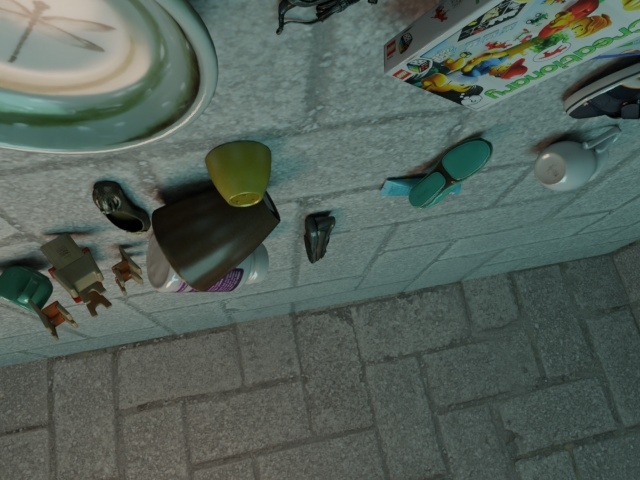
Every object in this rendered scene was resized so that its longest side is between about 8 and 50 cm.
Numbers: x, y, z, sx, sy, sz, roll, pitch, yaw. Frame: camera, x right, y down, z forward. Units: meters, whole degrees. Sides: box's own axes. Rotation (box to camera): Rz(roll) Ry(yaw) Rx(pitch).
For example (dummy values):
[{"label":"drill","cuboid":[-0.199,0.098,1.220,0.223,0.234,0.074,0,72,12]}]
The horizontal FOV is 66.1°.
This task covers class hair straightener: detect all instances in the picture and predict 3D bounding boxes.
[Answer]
[{"label":"hair straightener","cuboid":[0.045,-0.311,0.617,0.230,0.047,0.089,-20,161,25]}]

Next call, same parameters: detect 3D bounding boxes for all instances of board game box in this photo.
[{"label":"board game box","cuboid":[0.248,-0.260,0.596,0.193,0.053,0.305,9,166,-32]}]

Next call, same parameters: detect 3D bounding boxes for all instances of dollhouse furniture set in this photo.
[{"label":"dollhouse furniture set","cuboid":[-0.613,0.099,1.259,0.262,0.135,0.259,-37,169,-27]}]

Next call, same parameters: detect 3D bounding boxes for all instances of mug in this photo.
[{"label":"mug","cuboid":[-0.771,0.127,1.298,0.158,0.097,0.129,15,156,22]}]

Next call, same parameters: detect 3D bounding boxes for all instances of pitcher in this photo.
[{"label":"pitcher","cuboid":[0.653,-0.211,1.243,0.207,0.125,0.177,-13,145,-34]}]

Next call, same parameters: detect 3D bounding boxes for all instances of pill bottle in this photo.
[{"label":"pill bottle","cuboid":[-0.297,0.056,1.332,0.302,0.169,0.169,5,156,-42]}]

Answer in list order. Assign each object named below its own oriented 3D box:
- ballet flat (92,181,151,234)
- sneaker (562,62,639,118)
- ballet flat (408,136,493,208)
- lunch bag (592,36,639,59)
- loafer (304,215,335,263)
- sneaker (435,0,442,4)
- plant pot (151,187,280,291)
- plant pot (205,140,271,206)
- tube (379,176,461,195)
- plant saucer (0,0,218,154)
[{"label":"ballet flat","cuboid":[-0.436,-0.053,1.084,0.084,0.058,0.250,-9,162,-8]},{"label":"sneaker","cuboid":[0.643,-0.280,0.934,0.321,0.127,0.126,-19,175,39]},{"label":"ballet flat","cuboid":[0.317,-0.166,1.192,0.247,0.083,0.087,-41,169,37]},{"label":"lunch bag","cuboid":[0.436,-0.337,0.652,0.304,0.114,0.243,-4,168,0]},{"label":"loafer","cuboid":[0.000,0.000,1.488,0.084,0.096,0.267,-16,161,-8]},{"label":"sneaker","cuboid":[0.188,-0.329,0.607,0.072,0.077,0.178,-16,161,8]},{"label":"plant pot","cuboid":[-0.215,-0.034,1.101,0.230,0.215,0.215,-30,160,6]},{"label":"plant pot","cuboid":[-0.157,-0.124,0.986,0.134,0.095,0.134,-11,163,-4]},{"label":"tube","cuboid":[0.264,-0.141,1.295,0.207,0.052,0.080,-4,152,-8]},{"label":"plant saucer","cuboid":[-0.318,-0.222,0.539,0.401,0.100,0.400,-6,164,-2]}]
